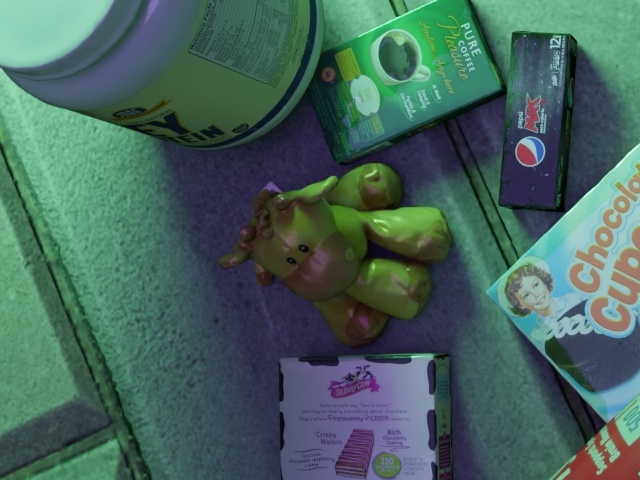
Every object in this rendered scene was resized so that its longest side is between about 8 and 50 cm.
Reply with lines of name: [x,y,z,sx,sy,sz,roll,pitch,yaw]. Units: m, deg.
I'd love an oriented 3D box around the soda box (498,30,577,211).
soda box: [0.208,-0.112,1.737,0.060,0.053,0.169,5,88,18]

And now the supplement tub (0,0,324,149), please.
supplement tub: [-0.167,-0.222,1.699,0.235,0.325,0.235,-5,80,29]

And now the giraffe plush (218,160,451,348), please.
giraffe plush: [0.000,0.000,1.735,0.210,0.170,0.181,26,96,17]

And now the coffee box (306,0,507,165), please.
coffee box: [0.080,-0.158,1.785,0.184,0.040,0.113,-25,79,15]

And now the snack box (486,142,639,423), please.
snack box: [0.333,0.006,1.689,0.322,0.060,0.187,-45,76,11]

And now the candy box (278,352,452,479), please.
candy box: [0.045,0.226,1.764,0.159,0.071,0.233,-1,88,18]

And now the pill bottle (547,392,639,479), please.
pill bottle: [0.253,0.321,1.612,0.407,0.229,0.229,-45,76,10]
